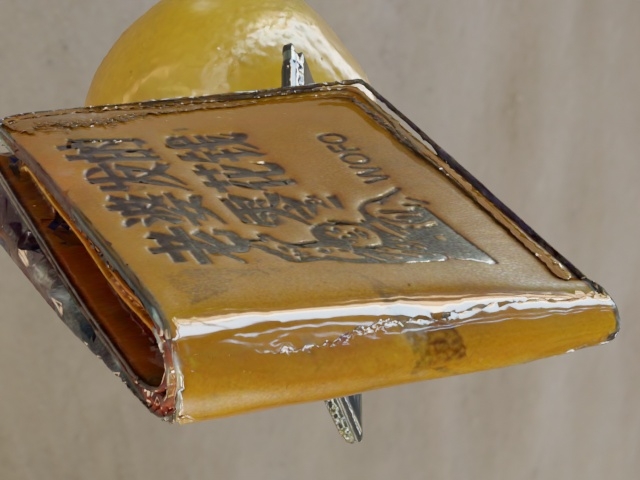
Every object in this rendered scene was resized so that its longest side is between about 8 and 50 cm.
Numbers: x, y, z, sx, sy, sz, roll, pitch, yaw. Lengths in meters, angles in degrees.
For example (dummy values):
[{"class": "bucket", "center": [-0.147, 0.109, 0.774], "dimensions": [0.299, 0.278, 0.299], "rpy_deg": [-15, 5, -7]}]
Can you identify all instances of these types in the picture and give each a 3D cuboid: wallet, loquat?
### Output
[{"class": "wallet", "center": [-0.017, -0.005, 0.616], "dimensions": [0.161, 0.195, 0.042], "rpy_deg": [-10, 118, -24]}, {"class": "loquat", "center": [-0.062, -0.073, 1.230], "dimensions": [0.208, 0.208, 0.208], "rpy_deg": [-44, 143, -46]}]

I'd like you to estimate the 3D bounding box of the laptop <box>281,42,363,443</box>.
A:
[{"class": "laptop", "center": [0.000, 0.000, 0.938], "dimensions": [0.129, 0.016, 0.180], "rpy_deg": [68, 17, -47]}]
